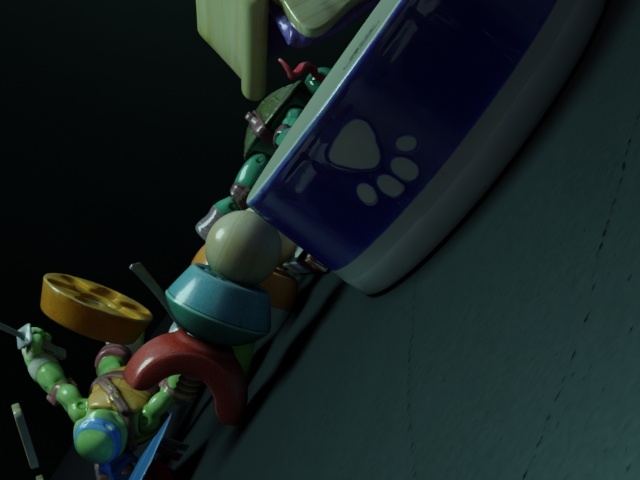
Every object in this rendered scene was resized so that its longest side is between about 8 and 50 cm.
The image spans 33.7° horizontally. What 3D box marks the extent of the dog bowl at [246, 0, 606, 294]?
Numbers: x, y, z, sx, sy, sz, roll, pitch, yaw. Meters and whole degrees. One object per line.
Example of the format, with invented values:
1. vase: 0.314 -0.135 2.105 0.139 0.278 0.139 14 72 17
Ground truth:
1. dog bowl: 0.065 -0.100 0.706 0.265 0.104 0.265 -53 7 10

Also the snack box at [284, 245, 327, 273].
1. snack box: 0.000 0.000 1.010 0.064 0.022 0.178 -55 7 -7

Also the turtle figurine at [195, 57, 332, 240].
1. turtle figurine: -0.026 -0.088 1.047 0.234 0.118 0.175 -49 -17 11

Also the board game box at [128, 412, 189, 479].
1. board game box: -0.159 0.235 0.936 0.169 0.033 0.133 -54 10 50

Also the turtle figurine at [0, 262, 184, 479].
1. turtle figurine: -0.210 0.107 1.134 0.197 0.275 0.266 -33 3 9

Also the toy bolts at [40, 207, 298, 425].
1. toy bolts: -0.111 0.030 0.888 0.159 0.218 0.228 -67 14 4

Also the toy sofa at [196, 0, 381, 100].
1. toy sofa: 0.057 -0.287 1.119 0.362 0.177 0.150 -32 -23 -22

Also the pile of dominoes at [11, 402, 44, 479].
1. pile of dominoes: -0.286 0.262 1.044 0.040 0.196 0.251 -17 -5 -18
